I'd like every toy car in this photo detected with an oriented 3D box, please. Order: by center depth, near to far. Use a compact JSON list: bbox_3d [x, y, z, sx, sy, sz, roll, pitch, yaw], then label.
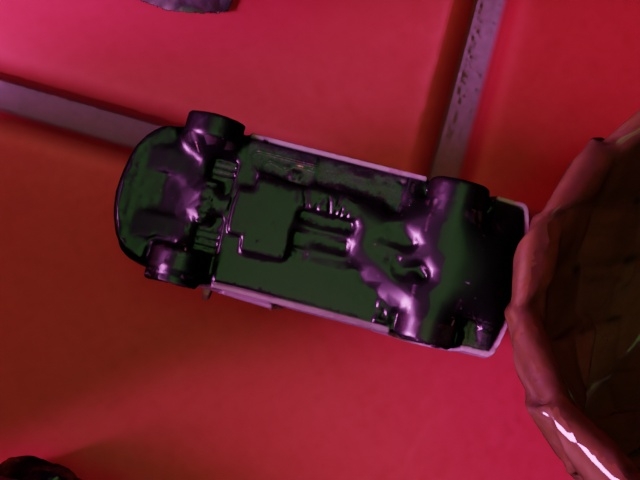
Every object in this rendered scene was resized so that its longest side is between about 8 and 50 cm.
[{"bbox_3d":[0.000,0.000,0.637,0.210,0.108,0.089,14,86,0],"label":"toy car"}]

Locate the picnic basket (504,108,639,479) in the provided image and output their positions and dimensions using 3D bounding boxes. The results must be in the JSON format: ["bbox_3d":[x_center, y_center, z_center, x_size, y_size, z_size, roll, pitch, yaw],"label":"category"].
[{"bbox_3d":[0.229,0.023,0.481,0.337,0.337,0.293,44,79,-1],"label":"picnic basket"}]

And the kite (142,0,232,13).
[{"bbox_3d":[-0.182,-0.212,0.679,0.310,0.015,0.169,0,86,-7],"label":"kite"}]

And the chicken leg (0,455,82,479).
[{"bbox_3d":[-0.257,0.195,0.528,0.407,0.096,0.158,-8,70,-27],"label":"chicken leg"}]
